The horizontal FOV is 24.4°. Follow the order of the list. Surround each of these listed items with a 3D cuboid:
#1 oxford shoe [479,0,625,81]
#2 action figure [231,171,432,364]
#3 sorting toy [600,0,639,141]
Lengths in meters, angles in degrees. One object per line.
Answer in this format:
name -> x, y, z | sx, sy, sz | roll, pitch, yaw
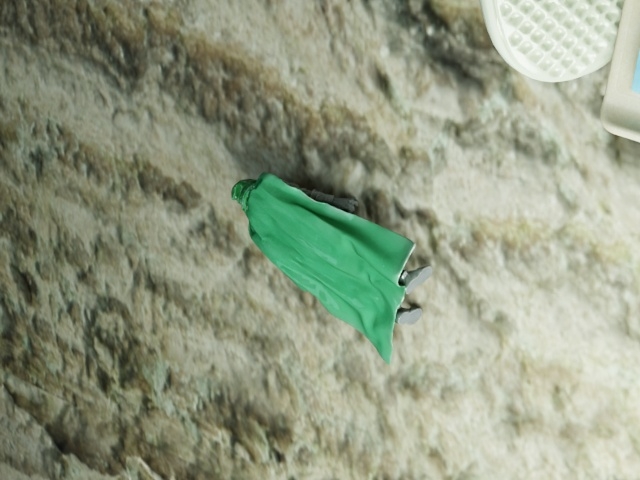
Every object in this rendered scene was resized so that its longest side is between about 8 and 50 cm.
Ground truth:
oxford shoe -> 0.172, -0.339, 1.054 | 0.130, 0.169, 0.449 | -132, 36, -66
action figure -> 0.000, 0.000, 1.391 | 0.232, 0.063, 0.137 | 34, 127, 30
sorting toy -> 0.298, -0.147, 1.015 | 0.193, 0.038, 0.208 | 21, 117, 25
